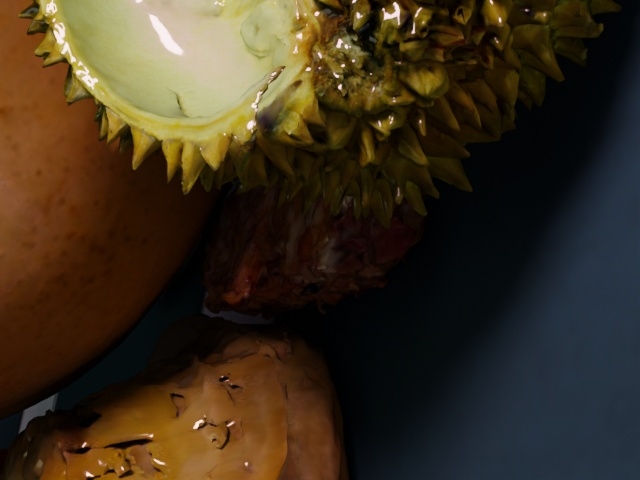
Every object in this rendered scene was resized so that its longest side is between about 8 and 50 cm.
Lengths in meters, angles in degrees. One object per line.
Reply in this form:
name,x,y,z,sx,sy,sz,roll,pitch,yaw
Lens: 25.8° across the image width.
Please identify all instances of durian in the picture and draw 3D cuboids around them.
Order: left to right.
durian,0.012,-0.121,0.498,0.200,0.176,0.237,29,93,48

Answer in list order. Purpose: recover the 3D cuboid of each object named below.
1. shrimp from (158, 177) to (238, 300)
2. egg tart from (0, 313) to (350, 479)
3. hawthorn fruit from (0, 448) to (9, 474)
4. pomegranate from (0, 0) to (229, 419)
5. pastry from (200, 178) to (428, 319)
shrimp,-0.080,-0.115,0.895,0.445,0.085,0.272,143,132,-59
egg tart,-0.101,0.186,0.678,0.341,0.129,0.341,-166,90,-71
hawthorn fruit,-0.264,0.221,0.956,0.205,0.205,0.253,-159,83,-69
pomegranate,-0.238,-0.089,0.678,0.416,0.417,0.416,-165,90,-69
pastry,0.001,-0.003,0.640,0.169,0.063,0.087,-15,57,63
